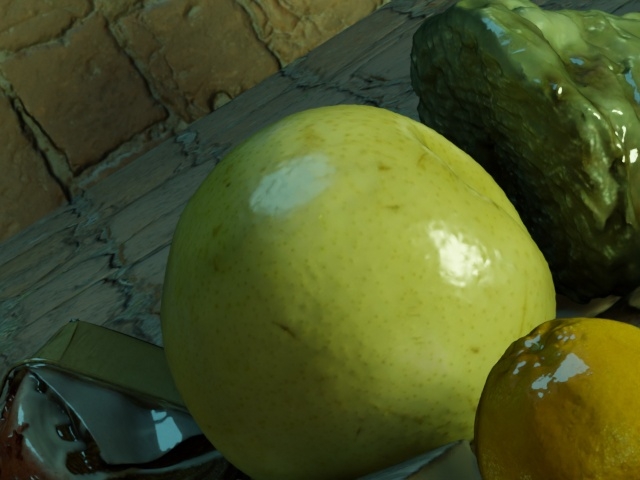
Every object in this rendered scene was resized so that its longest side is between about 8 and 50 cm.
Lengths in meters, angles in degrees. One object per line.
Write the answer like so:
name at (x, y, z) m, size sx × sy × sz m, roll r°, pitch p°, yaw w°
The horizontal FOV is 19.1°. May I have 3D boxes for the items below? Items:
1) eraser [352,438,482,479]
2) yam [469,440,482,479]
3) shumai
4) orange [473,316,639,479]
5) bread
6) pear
eraser at (-0.086, 0.259, 1.324) m, size 0.397 × 0.082 × 0.213 m, roll -24°, pitch -3°, yaw 25°
yam at (0.240, 0.089, 1.383) m, size 0.327 × 0.045 × 0.045 m, roll -31°, pitch 47°, yaw -8°
shumai at (0.248, -0.119, 1.604) m, size 0.263 × 0.304 × 0.309 m, roll -28°, pitch 45°, yaw -16°
orange at (0.172, 0.118, 1.232) m, size 0.159 × 0.136 × 0.159 m, roll -32°, pitch 13°, yaw 8°
bread at (-0.169, 0.182, 1.587) m, size 0.212 × 0.224 × 0.142 m, roll -78°, pitch 10°, yaw -48°
pear at (0.021, 0.049, 1.446) m, size 0.309 × 0.309 × 0.309 m, roll -29°, pitch 14°, yaw 8°
